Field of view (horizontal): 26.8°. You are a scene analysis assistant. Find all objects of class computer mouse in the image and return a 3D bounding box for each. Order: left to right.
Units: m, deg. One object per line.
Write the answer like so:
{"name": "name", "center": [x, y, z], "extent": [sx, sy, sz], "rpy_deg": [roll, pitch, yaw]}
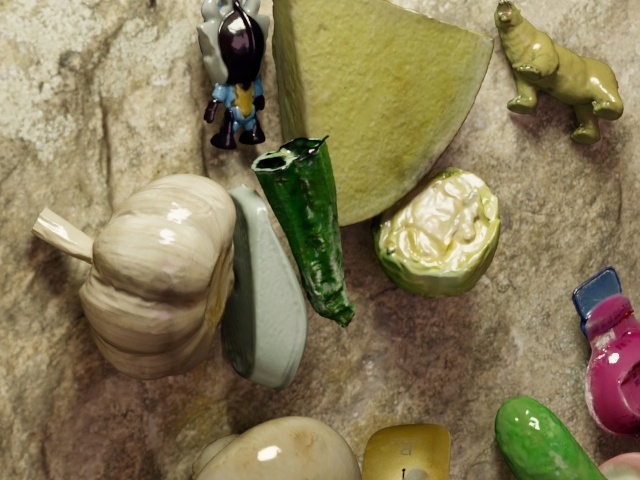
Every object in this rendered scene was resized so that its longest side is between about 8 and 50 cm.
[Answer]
{"name": "computer mouse", "center": [-0.062, 0.050, 1.463], "extent": [0.079, 0.128, 0.231], "rpy_deg": [-11, 105, -25]}
{"name": "computer mouse", "center": [0.098, 0.279, 1.540], "extent": [0.102, 0.199, 0.045], "rpy_deg": [-4, 127, 13]}

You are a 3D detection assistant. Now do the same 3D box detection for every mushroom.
{"name": "mushroom", "center": [-0.061, 0.284, 1.475], "extent": [0.226, 0.178, 0.226], "rpy_deg": [-21, 138, -20]}

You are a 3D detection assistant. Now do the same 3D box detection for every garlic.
{"name": "garlic", "center": [-0.199, 0.026, 1.383], "extent": [0.212, 0.218, 0.218], "rpy_deg": [17, 88, 10]}

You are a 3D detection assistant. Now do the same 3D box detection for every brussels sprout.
{"name": "brussels sprout", "center": [0.139, -0.001, 1.553], "extent": [0.151, 0.122, 0.149], "rpy_deg": [-19, 65, 5]}

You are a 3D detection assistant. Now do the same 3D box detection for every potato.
{"name": "potato", "center": [0.024, -0.147, 1.491], "extent": [0.269, 0.112, 0.255], "rpy_deg": [13, 101, -25]}

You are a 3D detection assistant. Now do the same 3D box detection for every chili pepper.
{"name": "chili pepper", "center": [0.000, 0.000, 1.447], "extent": [0.088, 0.059, 0.227], "rpy_deg": [-25, 118, -12]}

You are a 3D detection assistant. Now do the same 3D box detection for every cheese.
{"name": "cheese", "center": [0.390, 0.152, 1.738], "extent": [0.155, 0.062, 0.244], "rpy_deg": [-33, 108, -21]}

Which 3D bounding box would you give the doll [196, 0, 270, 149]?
{"name": "doll", "center": [-0.092, -0.197, 1.447], "extent": [0.096, 0.070, 0.195], "rpy_deg": [-16, 111, -40]}

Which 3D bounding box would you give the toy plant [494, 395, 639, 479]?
{"name": "toy plant", "center": [0.359, 0.381, 1.650], "extent": [0.356, 0.210, 0.317], "rpy_deg": [28, 56, -32]}

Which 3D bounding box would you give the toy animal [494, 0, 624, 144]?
{"name": "toy animal", "center": [0.284, -0.206, 1.633], "extent": [0.219, 0.103, 0.101], "rpy_deg": [21, 68, -25]}
